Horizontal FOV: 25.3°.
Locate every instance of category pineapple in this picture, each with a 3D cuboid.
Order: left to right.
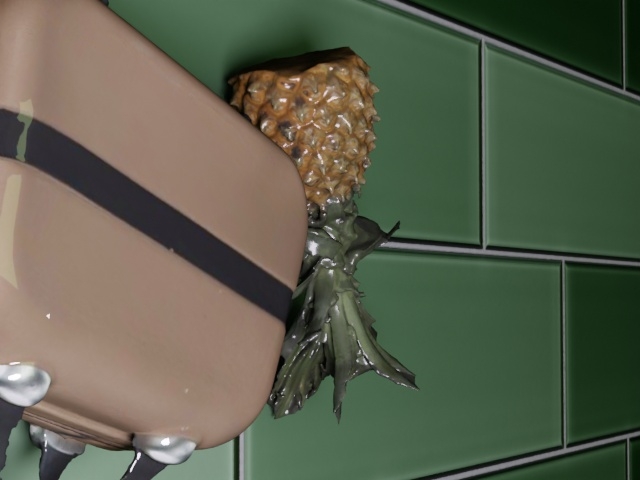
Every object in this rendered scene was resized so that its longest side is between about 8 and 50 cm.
[{"bbox_3d":[0.000,0.000,1.075,0.130,0.119,0.277,-61,144,-69],"label":"pineapple"}]

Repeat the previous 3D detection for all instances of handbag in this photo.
[{"bbox_3d":[-0.142,0.024,0.805,0.302,0.149,0.283,39,57,-54],"label":"handbag"}]
